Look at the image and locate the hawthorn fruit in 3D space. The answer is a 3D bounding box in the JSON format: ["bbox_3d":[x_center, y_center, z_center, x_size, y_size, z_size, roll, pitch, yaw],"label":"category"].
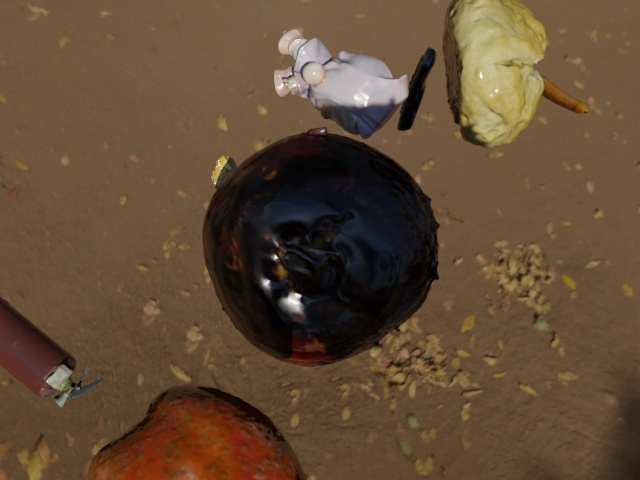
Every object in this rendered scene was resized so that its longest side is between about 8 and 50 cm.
[{"bbox_3d":[-0.097,0.218,0.519,0.189,0.189,0.189,6,62,-11],"label":"hawthorn fruit"}]

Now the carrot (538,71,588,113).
[{"bbox_3d":[0.474,-0.294,1.261,0.037,0.037,0.190,-9,40,-19],"label":"carrot"}]

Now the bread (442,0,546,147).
[{"bbox_3d":[0.261,-0.258,0.946,0.134,0.244,0.245,-9,64,5],"label":"bread"}]

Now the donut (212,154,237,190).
[{"bbox_3d":[-0.146,-0.102,1.074,0.083,0.038,0.067,26,100,-5],"label":"donut"}]

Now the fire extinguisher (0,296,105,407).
[{"bbox_3d":[-0.536,0.207,1.160,0.269,0.105,0.105,38,60,3],"label":"fire extinguisher"}]

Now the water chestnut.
[{"bbox_3d":[0.000,0.000,0.916,0.350,0.351,0.302,13,20,-8],"label":"water chestnut"}]

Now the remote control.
[{"bbox_3d":[0.223,-0.348,1.463,0.042,0.222,0.072,19,50,3],"label":"remote control"}]

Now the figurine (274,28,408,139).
[{"bbox_3d":[0.026,-0.277,1.099,0.276,0.200,0.133,35,91,31],"label":"figurine"}]
